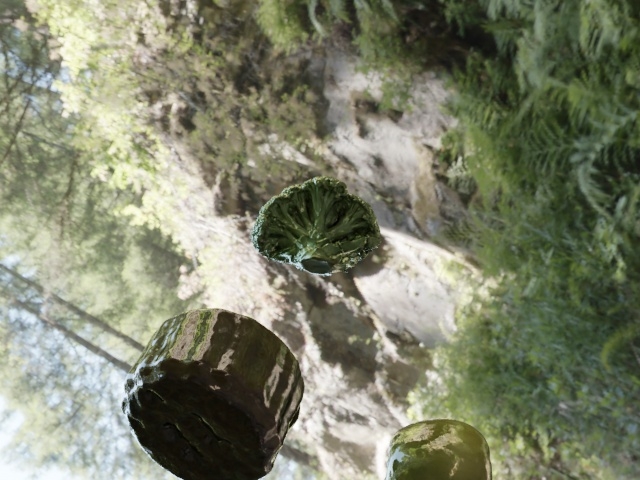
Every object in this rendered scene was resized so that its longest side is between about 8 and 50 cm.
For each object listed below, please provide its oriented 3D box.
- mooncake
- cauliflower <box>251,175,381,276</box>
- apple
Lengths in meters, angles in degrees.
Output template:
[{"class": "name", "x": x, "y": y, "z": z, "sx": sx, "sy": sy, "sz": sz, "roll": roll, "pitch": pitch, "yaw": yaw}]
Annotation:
[{"class": "mooncake", "x": -0.177, "y": 0.263, "z": 1.099, "sx": 0.161, "sy": 0.290, "sz": 0.290, "roll": -65, "pitch": -19, "yaw": -54}, {"class": "cauliflower", "x": 0.000, "y": 0.000, "z": 1.584, "sx": 0.275, "sy": 0.250, "sz": 0.272, "roll": -33, "pitch": -59, "yaw": 15}, {"class": "apple", "x": 0.258, "y": 0.511, "z": 1.486, "sx": 0.262, "sy": 0.262, "sz": 0.262, "roll": -38, "pitch": -39, "yaw": -41}]
